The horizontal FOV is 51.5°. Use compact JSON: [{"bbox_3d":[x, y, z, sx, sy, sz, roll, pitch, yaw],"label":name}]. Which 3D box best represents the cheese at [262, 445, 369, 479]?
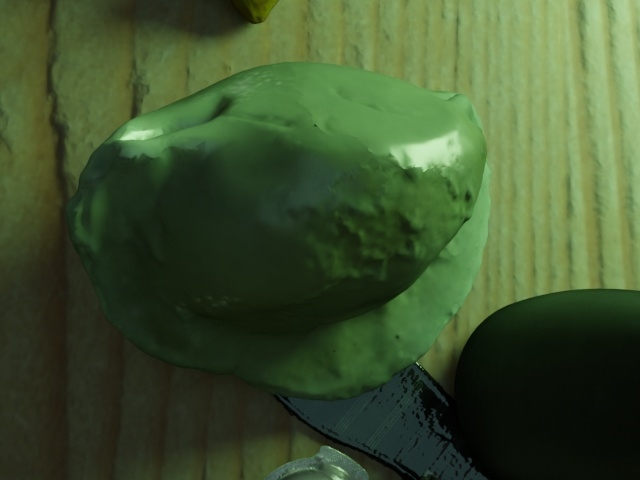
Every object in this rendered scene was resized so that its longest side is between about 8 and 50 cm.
[{"bbox_3d":[-0.028,0.256,0.526,0.105,0.042,0.191,33,77,4],"label":"cheese"}]

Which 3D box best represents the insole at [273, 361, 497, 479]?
[{"bbox_3d":[0.066,0.156,0.575,0.309,0.012,0.110,40,75,5],"label":"insole"}]

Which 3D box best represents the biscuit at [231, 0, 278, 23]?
[{"bbox_3d":[-0.061,-0.321,0.621,0.174,0.039,0.183,42,75,-35],"label":"biscuit"}]

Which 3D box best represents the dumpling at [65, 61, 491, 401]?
[{"bbox_3d":[-0.004,-0.023,0.507,0.320,0.212,0.270,0,72,1],"label":"dumpling"}]

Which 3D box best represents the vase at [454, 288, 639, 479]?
[{"bbox_3d":[0.222,0.093,0.441,0.173,0.321,0.173,3,72,-9],"label":"vase"}]
